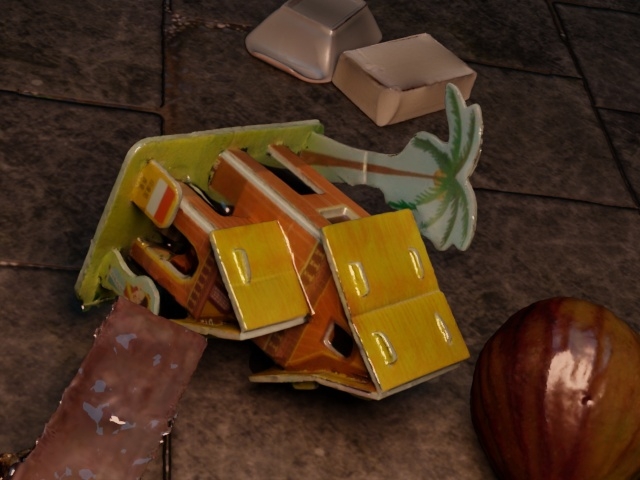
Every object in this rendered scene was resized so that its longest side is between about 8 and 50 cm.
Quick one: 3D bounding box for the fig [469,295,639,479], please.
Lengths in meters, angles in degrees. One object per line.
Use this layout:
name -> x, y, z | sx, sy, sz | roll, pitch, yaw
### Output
fig -> 0.249, 0.224, 1.262 | 0.217, 0.217, 0.320 | 13, 57, -5

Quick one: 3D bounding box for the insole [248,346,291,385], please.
insole -> -0.016, 0.092, 1.453 | 0.080, 0.003, 0.232 | 23, 39, 8

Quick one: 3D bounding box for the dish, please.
dish -> -0.010, -0.319, 1.897 | 0.154, 0.064, 0.234 | 28, 41, 13

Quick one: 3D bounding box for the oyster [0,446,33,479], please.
oyster -> -0.253, 0.215, 1.198 | 0.086, 0.029, 0.132 | 36, 39, 23

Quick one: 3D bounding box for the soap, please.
soap -> 0.124, -0.238, 1.850 | 0.183, 0.063, 0.121 | -19, 50, -36

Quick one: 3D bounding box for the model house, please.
model house -> 0.000, 0.000, 1.268 | 0.324, 0.340, 0.300 | 41, 30, 25

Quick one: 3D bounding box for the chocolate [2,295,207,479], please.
chocolate -> -0.211, 0.206, 1.132 | 0.112, 0.112, 0.321 | 26, 46, -4
